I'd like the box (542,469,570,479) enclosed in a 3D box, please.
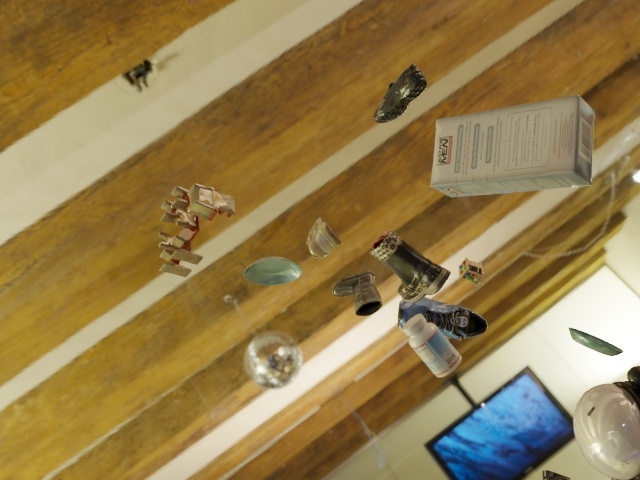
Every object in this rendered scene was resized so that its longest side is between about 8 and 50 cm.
[{"bbox_3d":[0.580,0.607,1.647,0.083,0.067,0.018,24,-32,-25],"label":"box"}]

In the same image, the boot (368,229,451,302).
[{"bbox_3d":[0.194,0.061,1.607,0.085,0.178,0.236,-54,4,-17],"label":"boot"}]

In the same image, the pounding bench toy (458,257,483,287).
[{"bbox_3d":[0.470,0.105,2.105,0.065,0.083,0.052,18,-47,-12],"label":"pounding bench toy"}]

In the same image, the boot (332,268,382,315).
[{"bbox_3d":[0.130,0.204,2.409,0.189,0.209,0.076,-30,-57,17],"label":"boot"}]

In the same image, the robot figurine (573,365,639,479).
[{"bbox_3d":[0.595,0.331,1.197,0.278,0.209,0.174,-3,-19,-6],"label":"robot figurine"}]

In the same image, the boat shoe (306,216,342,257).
[{"bbox_3d":[0.000,0.000,2.089,0.098,0.109,0.302,-40,5,1],"label":"boat shoe"}]

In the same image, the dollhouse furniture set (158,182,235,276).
[{"bbox_3d":[-0.389,-0.050,2.084,0.135,0.262,0.259,19,-46,-32],"label":"dollhouse furniture set"}]

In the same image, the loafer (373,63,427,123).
[{"bbox_3d":[0.219,-0.410,1.901,0.076,0.078,0.223,-7,-21,-33],"label":"loafer"}]

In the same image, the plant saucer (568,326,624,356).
[{"bbox_3d":[0.581,0.219,1.427,0.119,0.119,0.021,12,-78,-58],"label":"plant saucer"}]

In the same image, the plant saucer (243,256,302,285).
[{"bbox_3d":[-0.157,0.093,2.224,0.194,0.038,0.195,-3,-27,-2],"label":"plant saucer"}]

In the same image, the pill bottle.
[{"bbox_3d":[0.289,0.273,1.762,0.087,0.160,0.087,-39,4,3],"label":"pill bottle"}]

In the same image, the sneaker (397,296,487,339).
[{"bbox_3d":[0.379,0.236,2.065,0.329,0.130,0.147,9,-9,-30],"label":"sneaker"}]

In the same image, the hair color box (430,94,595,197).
[{"bbox_3d":[0.462,-0.220,1.647,0.374,0.186,0.113,-2,-14,41],"label":"hair color box"}]
